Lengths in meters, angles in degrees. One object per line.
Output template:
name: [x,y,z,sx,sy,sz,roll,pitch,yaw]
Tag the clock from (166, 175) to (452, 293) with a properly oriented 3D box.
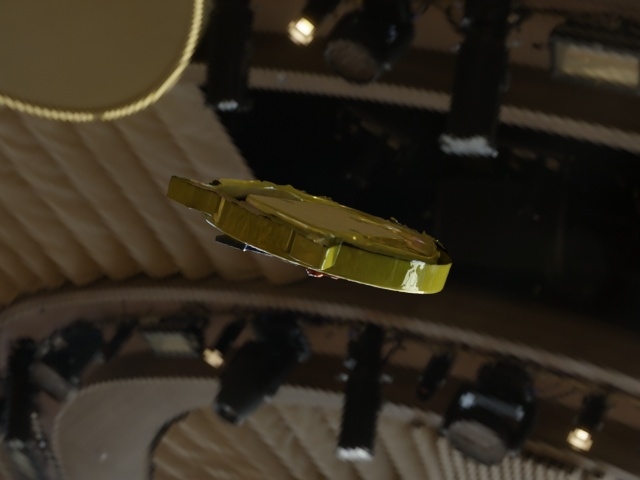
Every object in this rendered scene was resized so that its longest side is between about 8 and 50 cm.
clock: [0.000,0.004,1.499,0.277,0.293,0.071,27,-76,43]
